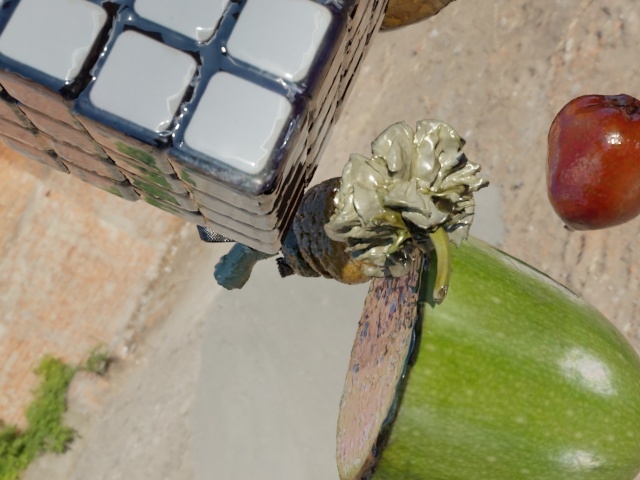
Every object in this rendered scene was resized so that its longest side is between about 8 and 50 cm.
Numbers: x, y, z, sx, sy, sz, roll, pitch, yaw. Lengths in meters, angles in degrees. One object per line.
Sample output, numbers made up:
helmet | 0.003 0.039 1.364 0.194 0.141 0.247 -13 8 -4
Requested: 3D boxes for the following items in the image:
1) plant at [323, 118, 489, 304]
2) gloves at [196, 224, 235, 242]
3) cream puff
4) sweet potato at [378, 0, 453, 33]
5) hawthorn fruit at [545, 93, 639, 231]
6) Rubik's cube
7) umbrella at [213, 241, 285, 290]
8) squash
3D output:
plant | 0.068 -0.017 0.606 0.116 0.104 0.122 -45 45 8
gloves | -0.237 -0.087 2.130 0.106 0.129 0.180 -78 -11 -85
cream puff | 0.000 0.000 1.471 0.169 0.183 0.183 -18 36 34
sweet potato | 0.123 -0.379 1.333 0.131 0.337 0.131 2 -90 -71
hawthorn fruit | 0.619 -0.173 1.936 0.311 0.295 0.295 -62 15 -9
Rubik's cube | -0.130 -0.217 0.861 0.344 0.337 0.343 97 -164 -78
umbrella | -0.101 0.014 1.317 0.143 0.067 0.062 -46 13 5
squash | 0.203 0.145 0.950 0.310 0.309 0.310 -166 90 -84
